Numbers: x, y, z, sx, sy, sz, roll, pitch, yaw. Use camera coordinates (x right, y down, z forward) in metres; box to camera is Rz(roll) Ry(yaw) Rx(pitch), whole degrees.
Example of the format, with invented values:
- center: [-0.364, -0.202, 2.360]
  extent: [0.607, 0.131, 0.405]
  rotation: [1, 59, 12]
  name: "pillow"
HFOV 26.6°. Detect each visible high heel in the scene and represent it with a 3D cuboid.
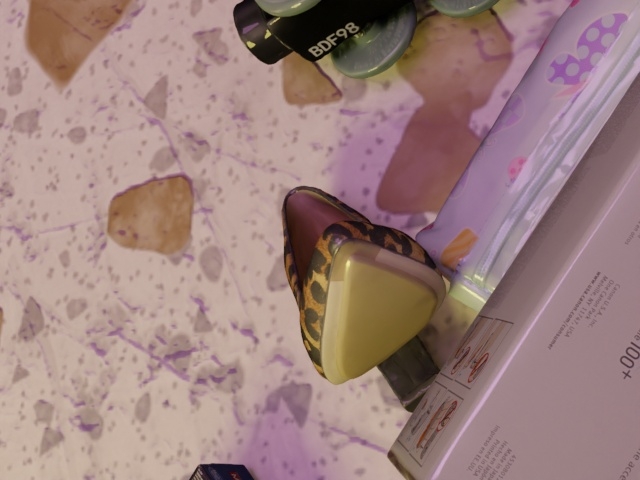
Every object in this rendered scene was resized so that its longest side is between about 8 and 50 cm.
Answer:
- center: [0.000, 0.000, 0.860]
  extent: [0.093, 0.261, 0.186]
  rotation: [-33, 64, -2]
  name: "high heel"

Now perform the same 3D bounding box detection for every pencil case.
- center: [0.172, -0.074, 0.850]
  extent: [0.113, 0.124, 0.273]
  rotation: [32, 99, -3]
  name: "pencil case"

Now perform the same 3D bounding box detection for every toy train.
- center: [0.070, -0.257, 0.958]
  extent: [0.334, 0.142, 0.190]
  rotation: [-30, 52, 24]
  name: "toy train"

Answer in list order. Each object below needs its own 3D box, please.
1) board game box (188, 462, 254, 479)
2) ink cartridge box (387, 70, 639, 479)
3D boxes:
- center: [-0.083, 0.294, 0.954]
  extent: [0.194, 0.060, 0.194]
  rotation: [-46, 61, 17]
  name: "board game box"
- center: [0.235, 0.069, 0.715]
  extent: [0.272, 0.130, 0.309]
  rotation: [35, 87, -3]
  name: "ink cartridge box"
